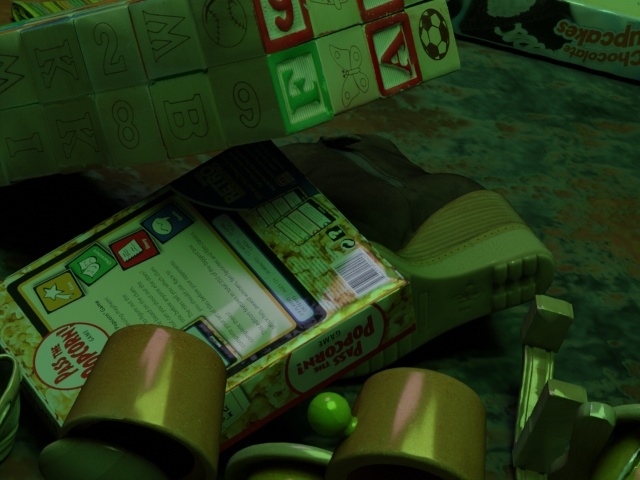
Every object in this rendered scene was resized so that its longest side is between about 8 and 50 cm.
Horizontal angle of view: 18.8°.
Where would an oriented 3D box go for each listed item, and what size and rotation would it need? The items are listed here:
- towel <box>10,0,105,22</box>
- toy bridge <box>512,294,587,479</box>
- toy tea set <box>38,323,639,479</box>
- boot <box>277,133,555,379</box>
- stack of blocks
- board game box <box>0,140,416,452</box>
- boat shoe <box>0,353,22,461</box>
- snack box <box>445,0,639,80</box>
[{"bbox_3d":[-0.105,-0.158,1.422,0.237,0.021,0.102,-13,45,-42],"label":"towel"},{"bbox_3d":[0.129,0.108,1.101,0.026,0.063,0.188,15,33,-8],"label":"toy bridge"},{"bbox_3d":[0.034,0.150,0.896,0.336,0.200,0.124,10,56,8],"label":"toy tea set"},{"bbox_3d":[0.000,0.000,1.209,0.248,0.090,0.207,-8,27,-31],"label":"boot"},{"bbox_3d":[-0.091,-0.102,1.123,0.297,0.087,0.171,-7,12,38],"label":"stack of blocks"},{"bbox_3d":[-0.070,0.039,1.033,0.193,0.045,0.147,-30,52,-16],"label":"board game box"},{"bbox_3d":[-0.193,0.107,0.939,0.056,0.048,0.153,28,32,14],"label":"boat shoe"},{"bbox_3d":[0.175,-0.225,1.642,0.322,0.060,0.187,13,32,-10],"label":"snack box"}]
